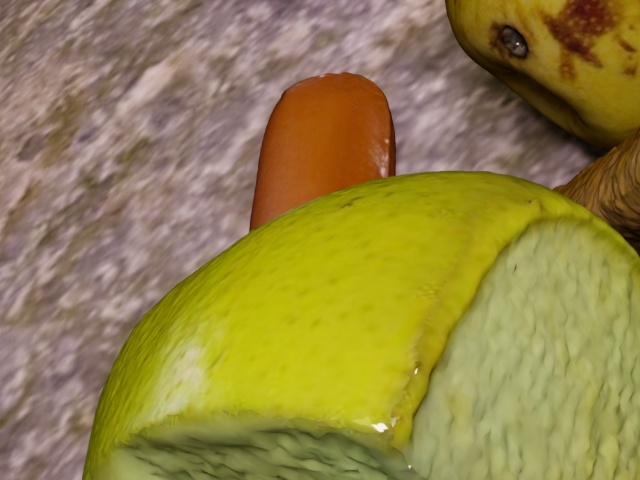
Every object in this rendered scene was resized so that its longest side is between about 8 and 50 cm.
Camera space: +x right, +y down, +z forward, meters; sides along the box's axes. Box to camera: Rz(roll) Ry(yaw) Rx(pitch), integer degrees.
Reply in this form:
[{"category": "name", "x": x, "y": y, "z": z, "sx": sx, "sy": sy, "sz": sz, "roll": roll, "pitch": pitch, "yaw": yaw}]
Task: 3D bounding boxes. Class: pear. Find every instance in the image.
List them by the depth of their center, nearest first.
[{"category": "pear", "x": 0.021, "y": 0.122, "z": 0.558, "sx": 0.318, "sy": 0.342, "sz": 0.239, "roll": -6, "pitch": 40, "yaw": 36}, {"category": "pear", "x": 0.202, "y": -0.198, "z": 0.674, "sx": 0.283, "sy": 0.283, "sz": 0.284, "roll": -12, "pitch": 57, "yaw": 20}]

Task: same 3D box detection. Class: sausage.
[{"category": "sausage", "x": -0.001, "y": 0.000, "z": 0.757, "sx": 0.105, "sy": 0.105, "sz": 0.274, "roll": -7, "pitch": 59, "yaw": 23}]

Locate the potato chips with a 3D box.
[{"category": "potato chips", "x": 0.151, "y": -0.023, "z": 0.558, "sx": 0.080, "sy": 0.407, "sz": 0.057, "roll": 15, "pitch": 79, "yaw": -2}]
